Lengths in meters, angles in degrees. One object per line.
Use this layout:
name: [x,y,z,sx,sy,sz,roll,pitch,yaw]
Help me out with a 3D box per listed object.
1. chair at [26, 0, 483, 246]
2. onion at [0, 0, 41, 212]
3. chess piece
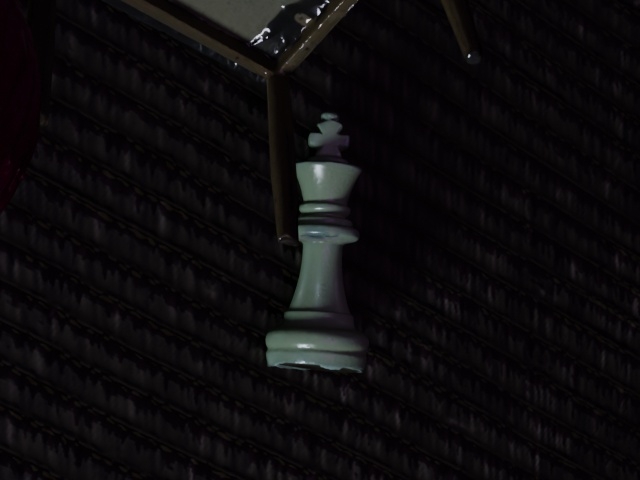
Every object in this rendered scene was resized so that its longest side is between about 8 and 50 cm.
chair: [-0.042,-0.161,0.884,0.188,0.166,0.272,27,37,-27]
onion: [-0.233,-0.103,0.706,0.256,0.230,0.272,34,97,-42]
chess piece: [0.000,0.000,0.967,0.059,0.059,0.149,6,82,-29]
